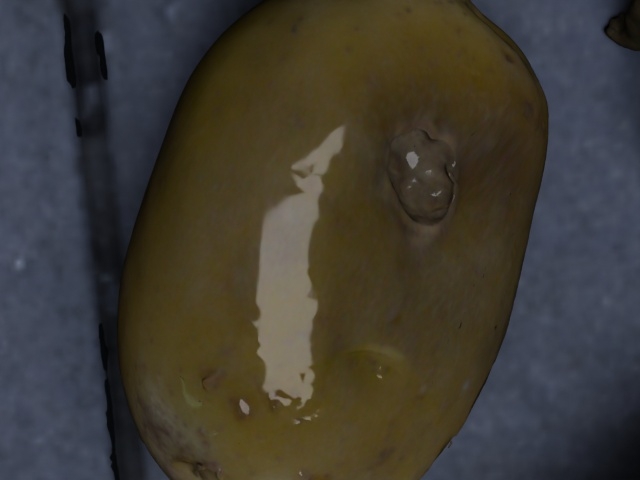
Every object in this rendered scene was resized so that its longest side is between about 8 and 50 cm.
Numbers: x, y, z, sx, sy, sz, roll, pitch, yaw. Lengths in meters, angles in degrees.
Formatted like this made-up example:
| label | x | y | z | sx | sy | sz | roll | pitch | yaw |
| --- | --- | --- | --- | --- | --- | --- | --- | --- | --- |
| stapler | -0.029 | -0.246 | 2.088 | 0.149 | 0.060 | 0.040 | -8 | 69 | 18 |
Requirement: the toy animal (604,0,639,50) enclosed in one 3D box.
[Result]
| label | x | y | z | sx | sy | sz | roll | pitch | yaw |
| --- | --- | --- | --- | --- | --- | --- | --- | --- | --- |
| toy animal | 0.162 | -0.078 | 0.821 | 0.069 | 0.086 | 0.220 | -10 | 123 | -3 |

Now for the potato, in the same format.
| label | x | y | z | sx | sy | sz | roll | pitch | yaw |
| --- | --- | --- | --- | --- | --- | --- | --- | --- | --- |
| potato | 0.000 | 0.000 | 0.777 | 0.150 | 0.146 | 0.234 | 21 | 86 | -57 |
